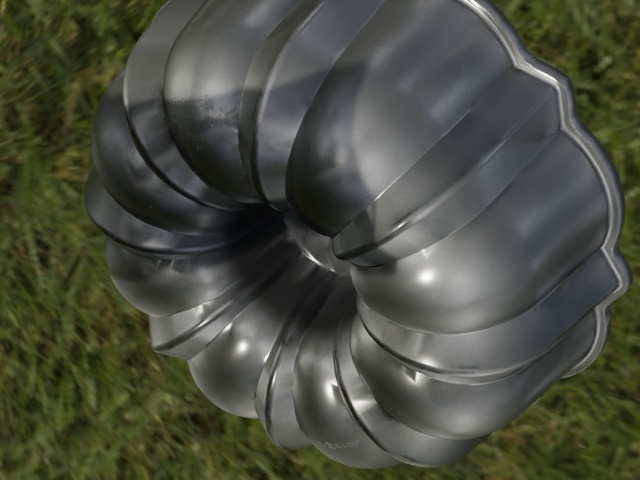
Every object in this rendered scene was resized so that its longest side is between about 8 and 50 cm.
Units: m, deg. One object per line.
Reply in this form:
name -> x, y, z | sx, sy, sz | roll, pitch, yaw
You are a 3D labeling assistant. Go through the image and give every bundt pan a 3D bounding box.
bundt pan -> 0.000, 0.000, 0.983 | 0.331, 0.331, 0.124 | 51, 50, -10
